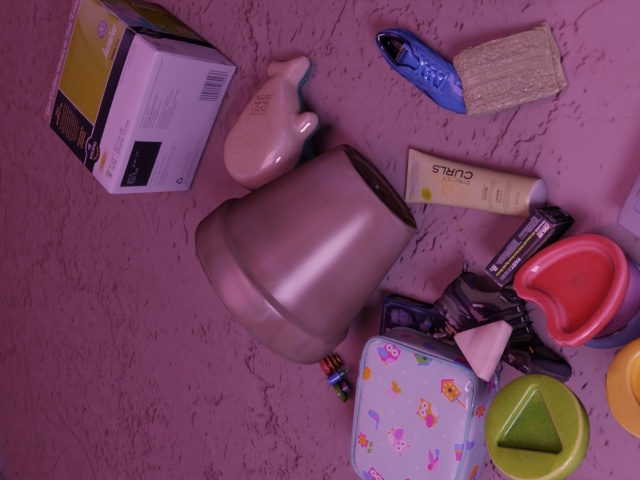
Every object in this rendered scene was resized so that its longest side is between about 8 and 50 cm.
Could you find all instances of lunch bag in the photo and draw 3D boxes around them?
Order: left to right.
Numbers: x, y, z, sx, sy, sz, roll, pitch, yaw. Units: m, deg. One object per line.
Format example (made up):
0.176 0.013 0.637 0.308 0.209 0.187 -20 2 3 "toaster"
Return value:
0.158 0.283 0.970 0.224 0.107 0.279 17 105 38 "lunch bag"

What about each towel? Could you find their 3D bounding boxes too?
0.280 -0.250 0.889 0.148 0.027 0.110 -15 86 20 "towel"

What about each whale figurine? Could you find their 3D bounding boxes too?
-0.076 -0.216 1.152 0.216 0.141 0.272 4 74 38 "whale figurine"

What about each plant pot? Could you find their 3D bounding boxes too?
0.000 0.000 1.016 0.280 0.323 0.323 -40 71 18 "plant pot"

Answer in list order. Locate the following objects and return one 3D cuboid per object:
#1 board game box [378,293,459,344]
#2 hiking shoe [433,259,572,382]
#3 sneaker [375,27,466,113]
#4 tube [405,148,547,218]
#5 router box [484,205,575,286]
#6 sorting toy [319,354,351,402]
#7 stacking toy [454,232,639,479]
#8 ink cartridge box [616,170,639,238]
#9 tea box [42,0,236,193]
0.175 0.232 1.046 0.165 0.042 0.244 13 104 37 "board game box"
0.291 0.124 0.908 0.226 0.086 0.114 33 90 12 "hiking shoe"
0.168 -0.272 0.961 0.209 0.082 0.069 46 119 23 "sneaker"
0.233 -0.084 0.951 0.240 0.062 0.070 18 71 42 "tube"
0.307 0.007 0.879 0.038 0.092 0.122 47 121 25 "router box"
0.036 0.262 1.162 0.042 0.061 0.102 -33 81 1 "sorting toy"
0.341 0.168 0.765 0.279 0.130 0.309 -42 34 25 "stacking toy"
0.483 -0.083 0.579 0.091 0.385 0.308 15 110 -9 "ink cartridge box"
-0.411 -0.327 1.324 0.323 0.220 0.329 43 119 25 "tea box"
